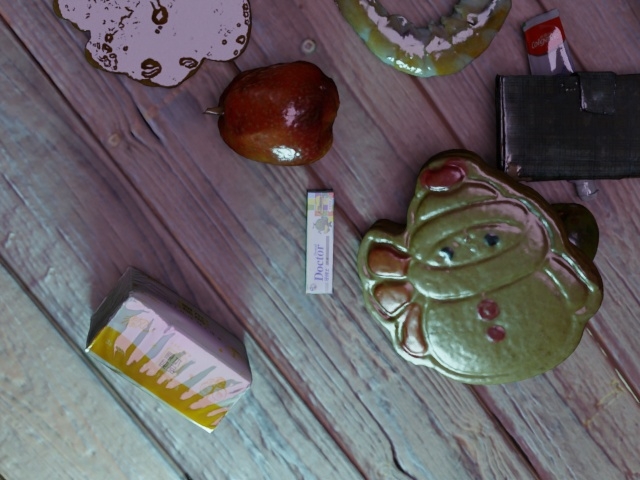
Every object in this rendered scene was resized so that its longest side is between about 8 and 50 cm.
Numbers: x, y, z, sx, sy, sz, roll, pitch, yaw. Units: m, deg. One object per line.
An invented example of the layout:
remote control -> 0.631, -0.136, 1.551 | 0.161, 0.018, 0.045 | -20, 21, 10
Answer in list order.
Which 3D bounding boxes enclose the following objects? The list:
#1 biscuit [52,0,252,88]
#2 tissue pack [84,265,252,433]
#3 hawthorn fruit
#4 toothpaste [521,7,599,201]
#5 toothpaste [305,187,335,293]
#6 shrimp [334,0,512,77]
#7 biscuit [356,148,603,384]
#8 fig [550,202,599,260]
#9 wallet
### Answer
biscuit -> -0.245, -0.332, 1.852 | 0.290, 0.041, 0.209 | 7, 99, -9
tissue pack -> -0.225, 0.160, 1.877 | 0.225, 0.185, 0.124 | 37, 93, -14
hawthorn fruit -> -0.057, -0.191, 1.849 | 0.179, 0.173, 0.174 | 24, 98, 26
toothpaste -> 0.381, -0.207, 1.968 | 0.075, 0.048, 0.301 | -19, 101, -1
toothpaste -> 0.000, 0.000, 1.957 | 0.046, 0.034, 0.164 | 0, 101, -5
shrimp -> 0.158, -0.341, 1.909 | 0.286, 0.068, 0.185 | 2, 96, 1
biscuit -> 0.235, 0.046, 1.921 | 0.358, 0.074, 0.381 | -16, 110, 17
fig -> 0.377, 0.036, 1.975 | 0.132, 0.126, 0.185 | -15, 99, -19
wallet -> 0.419, -0.175, 1.934 | 0.316, 0.044, 0.169 | -2, 94, -14
